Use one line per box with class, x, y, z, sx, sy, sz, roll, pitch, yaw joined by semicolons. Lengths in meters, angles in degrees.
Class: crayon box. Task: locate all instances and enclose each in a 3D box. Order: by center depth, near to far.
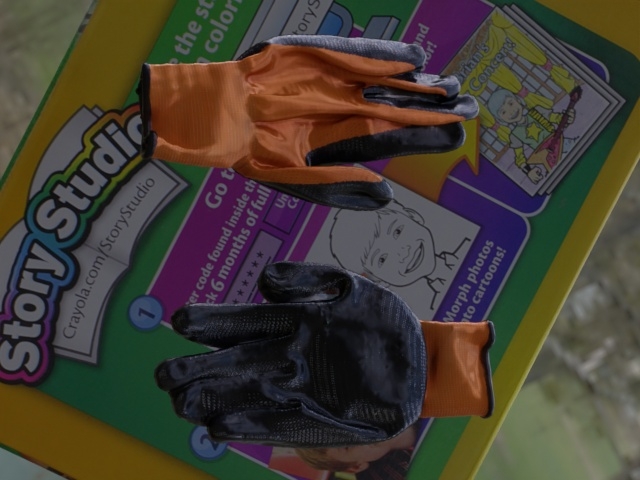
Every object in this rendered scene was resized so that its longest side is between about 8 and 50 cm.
crayon box;0.008;-0.042;0.604;0.165;0.278;0.081;27;2;-6

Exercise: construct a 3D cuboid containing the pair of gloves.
pair of gloves;0.000;0.000;0.395;0.010;0.074;0.083;173;-86;-67
